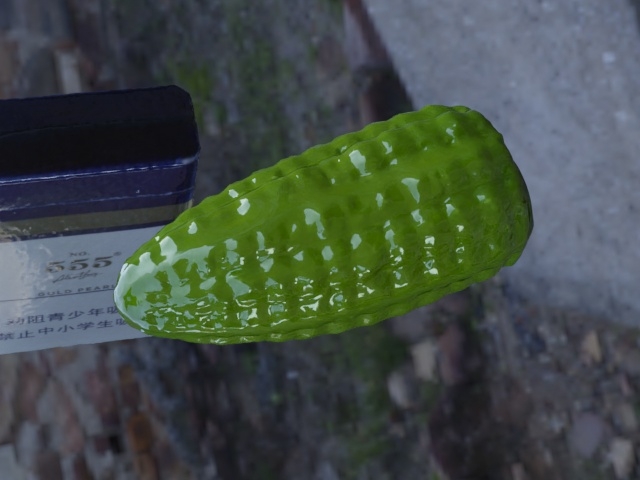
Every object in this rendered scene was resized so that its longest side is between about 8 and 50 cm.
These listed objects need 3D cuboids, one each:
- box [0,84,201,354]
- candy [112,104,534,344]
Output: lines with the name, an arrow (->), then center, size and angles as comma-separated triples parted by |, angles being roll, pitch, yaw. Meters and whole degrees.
box -> -0.180, -0.008, 1.140 | 0.259, 0.168, 0.071 | 107, 154, -57
candy -> 0.000, 0.000, 0.774 | 0.097, 0.209, 0.097 | 162, 90, -75
